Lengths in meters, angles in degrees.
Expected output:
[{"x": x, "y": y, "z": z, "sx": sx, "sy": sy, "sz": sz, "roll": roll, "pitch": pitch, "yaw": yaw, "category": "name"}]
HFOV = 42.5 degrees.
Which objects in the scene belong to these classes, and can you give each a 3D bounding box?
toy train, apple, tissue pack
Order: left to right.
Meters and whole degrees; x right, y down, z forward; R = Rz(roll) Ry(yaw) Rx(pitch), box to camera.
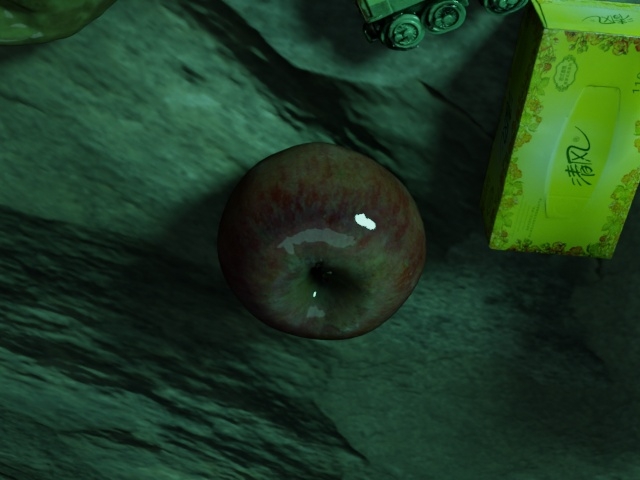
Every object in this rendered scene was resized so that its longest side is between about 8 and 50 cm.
[{"x": 0.000, "y": 0.000, "z": 0.607, "sx": 0.153, "sy": 0.120, "sz": 0.153, "roll": 1, "pitch": 133, "yaw": 1, "category": "apple"}, {"x": 0.090, "y": -0.172, "z": 0.525, "sx": 0.148, "sy": 0.038, "sz": 0.071, "roll": -19, "pitch": 124, "yaw": 14, "category": "toy train"}, {"x": 0.177, "y": -0.074, "z": 0.581, "sx": 0.095, "sy": 0.062, "sz": 0.176, "roll": 5, "pitch": 126, "yaw": -2, "category": "tissue pack"}]

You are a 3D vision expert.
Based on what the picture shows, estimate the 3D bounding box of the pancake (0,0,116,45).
[{"x": -0.206, "y": -0.238, "z": 0.438, "sx": 0.294, "sy": 0.049, "sz": 0.294, "roll": -11, "pitch": 140, "yaw": -10, "category": "pancake"}]
